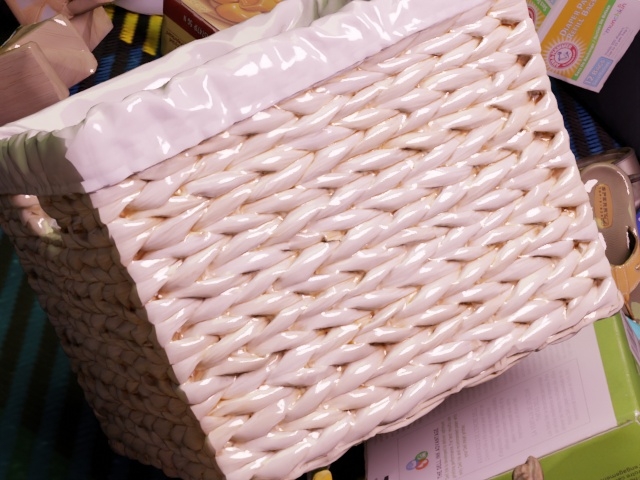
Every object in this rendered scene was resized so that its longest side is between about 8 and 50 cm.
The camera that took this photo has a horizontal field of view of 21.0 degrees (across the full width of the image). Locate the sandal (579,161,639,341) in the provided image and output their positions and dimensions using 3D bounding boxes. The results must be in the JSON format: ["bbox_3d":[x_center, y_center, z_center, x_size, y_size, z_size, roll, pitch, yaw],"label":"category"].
[{"bbox_3d":[0.251,0.013,1.478,0.072,0.049,0.180,-5,73,0],"label":"sandal"}]

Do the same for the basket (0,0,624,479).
[{"bbox_3d":[-0.029,-0.015,1.182,0.331,0.266,0.328,-25,11,-20],"label":"basket"}]

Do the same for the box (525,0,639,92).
[{"bbox_3d":[0.241,-0.261,1.794,0.103,0.114,0.203,16,29,-28],"label":"box"}]

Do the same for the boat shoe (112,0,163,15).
[{"bbox_3d":[-0.146,-0.336,2.075,0.301,0.108,0.102,1,29,-13],"label":"boat shoe"}]

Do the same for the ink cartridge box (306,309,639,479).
[{"bbox_3d":[0.121,0.155,1.259,0.255,0.097,0.189,-26,25,15],"label":"ink cartridge box"}]

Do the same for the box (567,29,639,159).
[{"bbox_3d":[0.503,-0.325,1.965,0.471,0.297,0.480,-3,30,-17],"label":"box"}]

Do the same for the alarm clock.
[{"bbox_3d":[0.237,-0.039,1.617,0.129,0.064,0.192,-23,10,-2],"label":"alarm clock"}]

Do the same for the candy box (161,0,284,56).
[{"bbox_3d":[0.002,-0.231,1.926,0.316,0.088,0.183,-12,32,-28],"label":"candy box"}]

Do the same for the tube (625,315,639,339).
[{"bbox_3d":[0.166,0.035,1.415,0.207,0.052,0.080,34,-4,-5],"label":"tube"}]

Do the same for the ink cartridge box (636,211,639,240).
[{"bbox_3d":[0.353,0.041,1.535,0.207,0.046,0.097,22,32,29],"label":"ink cartridge box"}]

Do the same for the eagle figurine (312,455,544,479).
[{"bbox_3d":[0.017,0.239,1.026,0.298,0.225,0.226,-26,-13,3],"label":"eagle figurine"}]

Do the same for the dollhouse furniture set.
[{"bbox_3d":[-0.374,-0.348,1.797,0.256,0.394,0.362,-16,27,33],"label":"dollhouse furniture set"}]
